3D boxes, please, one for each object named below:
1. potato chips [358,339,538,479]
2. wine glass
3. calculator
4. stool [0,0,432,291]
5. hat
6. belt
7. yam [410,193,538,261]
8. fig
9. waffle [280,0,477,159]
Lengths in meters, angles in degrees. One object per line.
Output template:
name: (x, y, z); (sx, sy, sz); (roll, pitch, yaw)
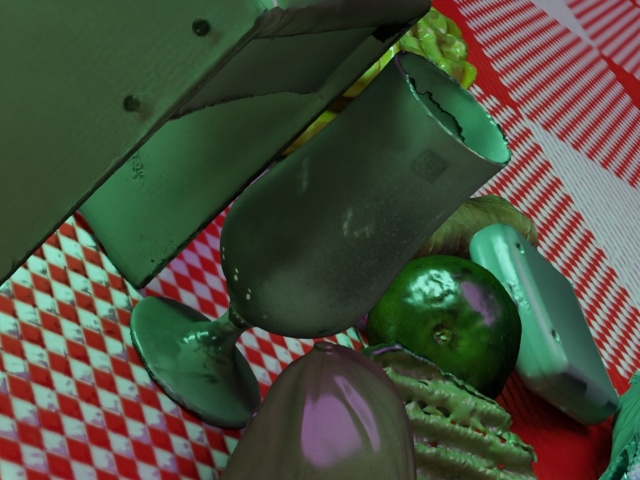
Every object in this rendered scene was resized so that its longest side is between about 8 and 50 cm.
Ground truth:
potato chips: (0.081, 0.127, 1.039); (0.207, 0.028, 0.092); (25, 73, -33)
wine glass: (0.000, 0.000, 0.905); (0.103, 0.231, 0.103); (39, 23, -20)
calculator: (0.183, 0.070, 1.268); (0.246, 0.045, 0.141); (34, 33, -63)
stool: (-0.115, -0.096, 0.820); (0.170, 0.270, 0.244); (49, 22, 8)
hat: (0.041, 0.154, 0.864); (0.173, 0.144, 0.166); (27, 20, 15)
belt: (0.266, 0.173, 1.275); (0.072, 0.087, 0.302); (34, 20, 6)
yam: (0.084, 0.001, 1.267); (0.081, 0.081, 0.357); (52, 24, 16)
fig: (0.095, 0.063, 1.151); (0.117, 0.117, 0.177); (48, 11, 7)
waffle: (0.002, -0.179, 1.342); (0.261, 0.151, 0.324); (38, 26, -27)
